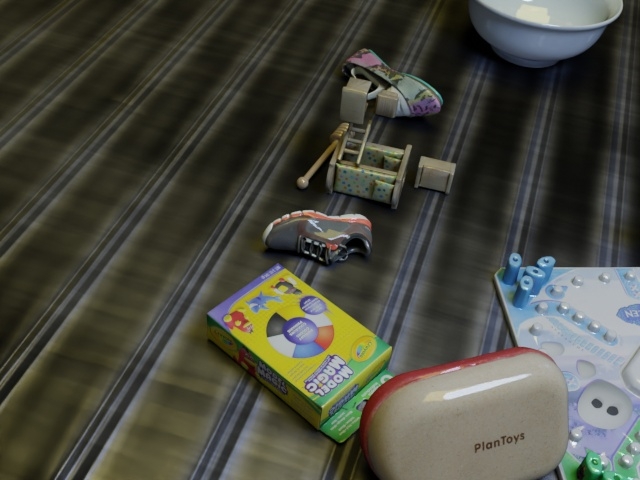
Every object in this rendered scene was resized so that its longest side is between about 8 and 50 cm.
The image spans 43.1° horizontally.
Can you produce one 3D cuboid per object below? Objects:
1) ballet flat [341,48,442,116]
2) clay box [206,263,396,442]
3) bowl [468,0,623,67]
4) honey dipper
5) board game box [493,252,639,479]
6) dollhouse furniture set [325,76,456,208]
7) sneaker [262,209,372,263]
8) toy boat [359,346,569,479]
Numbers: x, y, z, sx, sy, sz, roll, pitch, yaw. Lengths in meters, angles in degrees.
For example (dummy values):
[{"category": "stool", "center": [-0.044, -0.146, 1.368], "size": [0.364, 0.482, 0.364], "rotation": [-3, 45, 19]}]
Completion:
[{"category": "ballet flat", "center": [0.114, -0.262, 1.402], "size": [0.079, 0.077, 0.221], "rotation": [-36, 51, -14]}, {"category": "clay box", "center": [-0.017, 0.131, 0.978], "size": [0.222, 0.053, 0.127], "rotation": [34, 50, 27]}, {"category": "bowl", "center": [0.411, -0.427, 1.559], "size": [0.297, 0.134, 0.298], "rotation": [3, 44, -3]}, {"category": "honey dipper", "center": [0.007, -0.132, 1.274], "size": [0.030, 0.030, 0.161], "rotation": [23, 47, 16]}, {"category": "board game box", "center": [0.451, 0.163, 1.006], "size": [0.389, 0.050, 0.390], "rotation": [0, 44, -7]}, {"category": "dollhouse furniture set", "center": [0.111, -0.134, 1.193], "size": [0.181, 0.161, 0.101], "rotation": [13, 44, 8]}, {"category": "sneaker", "center": [0.000, 0.000, 1.115], "size": [0.157, 0.061, 0.065], "rotation": [-5, 51, -11]}, {"category": "toy boat", "center": [0.149, 0.191, 0.897], "size": [0.231, 0.151, 0.151], "rotation": [-10, 16, -18]}]
